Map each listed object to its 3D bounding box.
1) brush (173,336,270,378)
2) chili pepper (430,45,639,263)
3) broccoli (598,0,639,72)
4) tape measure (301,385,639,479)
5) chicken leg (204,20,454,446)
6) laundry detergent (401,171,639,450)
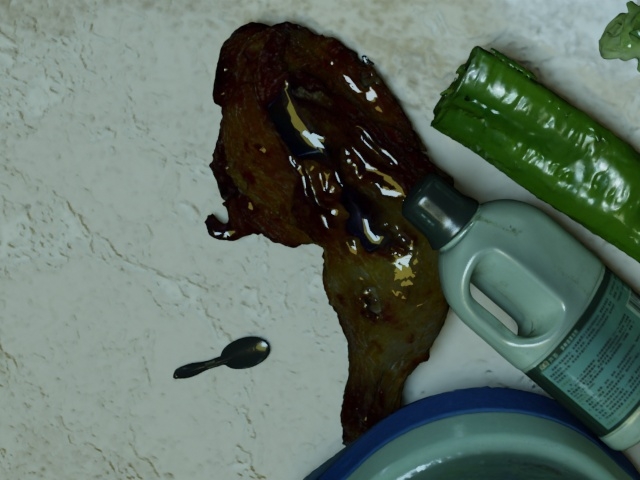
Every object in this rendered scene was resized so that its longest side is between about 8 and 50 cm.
[{"bbox_3d":[-0.075,0.091,1.394,0.083,0.008,0.024,-19,99,20],"label":"brush"},{"bbox_3d":[0.230,-0.004,1.246,0.359,0.076,0.085,38,137,8],"label":"chili pepper"},{"bbox_3d":[0.306,-0.120,1.098,0.288,0.245,0.247,-1,108,37],"label":"broccoli"},{"bbox_3d":[0.116,0.241,1.285,0.259,0.138,0.262,42,110,-12],"label":"tape measure"},{"bbox_3d":[0.011,-0.003,1.315,0.177,0.083,0.322,-33,92,30],"label":"chicken leg"},{"bbox_3d":[0.147,0.038,1.252,0.226,0.070,0.099,40,73,-10],"label":"laundry detergent"}]
